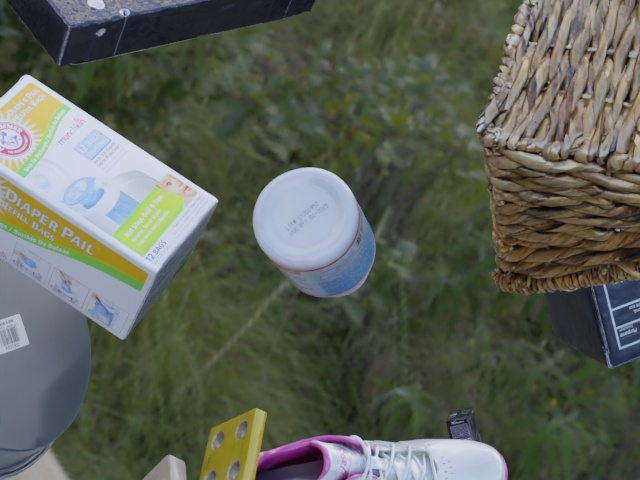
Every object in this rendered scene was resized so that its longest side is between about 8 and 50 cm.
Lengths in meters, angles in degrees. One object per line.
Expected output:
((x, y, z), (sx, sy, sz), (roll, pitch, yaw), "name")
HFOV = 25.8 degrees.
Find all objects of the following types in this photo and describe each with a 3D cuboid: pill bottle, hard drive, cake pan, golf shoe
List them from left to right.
((-0.342, 0.098, 1.436), (0.293, 0.054, 0.293), (32, 49, -47), "cake pan")
((-0.190, -0.308, 1.480), (0.339, 0.064, 0.237), (-21, 62, -38), "hard drive")
((0.000, 0.000, 1.195), (0.087, 0.087, 0.160), (30, -8, 17), "pill bottle")
((0.052, 0.256, 1.456), (0.306, 0.140, 0.115), (-10, 56, -8), "golf shoe")

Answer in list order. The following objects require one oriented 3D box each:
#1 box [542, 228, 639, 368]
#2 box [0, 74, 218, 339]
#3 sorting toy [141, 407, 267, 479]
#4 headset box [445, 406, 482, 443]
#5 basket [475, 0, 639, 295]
((0.432, -0.032, 1.825), (0.296, 0.294, 0.183), (-19, 14, -12), "box")
((-0.212, -0.030, 1.203), (0.203, 0.103, 0.114), (34, 45, 2), "box")
((-0.100, 0.212, 0.808), (0.046, 0.274, 0.132), (29, 29, -28), "sorting toy")
((0.186, 0.259, 1.771), (0.032, 0.083, 0.062), (-16, 0, 13), "headset box")
((0.266, -0.112, 1.117), (0.214, 0.223, 0.299), (10, 58, 19), "basket")
